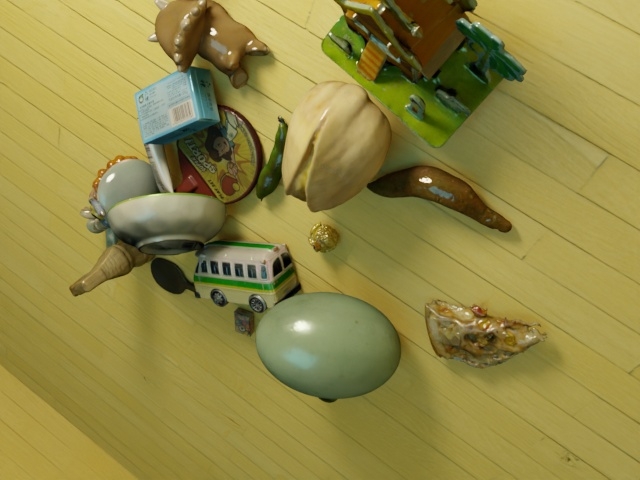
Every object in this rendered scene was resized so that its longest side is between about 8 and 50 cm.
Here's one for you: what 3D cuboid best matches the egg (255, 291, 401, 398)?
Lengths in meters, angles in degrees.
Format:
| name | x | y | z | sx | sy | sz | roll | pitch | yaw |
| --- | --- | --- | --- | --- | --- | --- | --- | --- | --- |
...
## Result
| name | x | y | z | sx | sy | sz | roll | pitch | yaw |
| --- | --- | --- | --- | --- | --- | --- | --- | --- | --- |
| egg | 0.022 | 0.275 | 1.451 | 0.388 | 0.276 | 0.276 | 11 | 127 | -9 |

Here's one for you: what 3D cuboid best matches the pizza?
| name | x | y | z | sx | sy | sz | roll | pitch | yaw |
| --- | --- | --- | --- | --- | --- | --- | --- | --- | --- |
| pizza | 0.401 | 0.241 | 1.356 | 0.296 | 0.071 | 0.189 | 6 | 118 | 28 |

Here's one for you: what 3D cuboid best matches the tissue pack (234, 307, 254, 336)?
| name | x | y | z | sx | sy | sz | roll | pitch | yaw |
| --- | --- | --- | --- | --- | --- | --- | --- | --- | --- |
| tissue pack | -0.247 | 0.264 | 1.783 | 0.063 | 0.035 | 0.083 | 17 | 122 | 22 |

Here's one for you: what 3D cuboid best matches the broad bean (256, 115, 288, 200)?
| name | x | y | z | sx | sy | sz | roll | pitch | yaw |
| --- | --- | --- | --- | --- | --- | --- | --- | --- | --- |
| broad bean | -0.117 | -0.201 | 1.429 | 0.065 | 0.046 | 0.255 | 26 | 125 | 4 |

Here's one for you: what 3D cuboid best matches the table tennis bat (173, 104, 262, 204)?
| name | x | y | z | sx | sy | sz | roll | pitch | yaw |
| --- | --- | --- | --- | --- | --- | --- | --- | --- | --- |
| table tennis bat | -0.318 | -0.208 | 1.548 | 0.414 | 0.051 | 0.268 | -35 | 93 | 37 |

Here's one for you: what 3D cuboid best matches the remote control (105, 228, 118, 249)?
| name | x | y | z | sx | sy | sz | roll | pitch | yaw |
| --- | --- | --- | --- | --- | --- | --- | --- | --- | --- |
| remote control | -0.736 | -0.002 | 1.935 | 0.053 | 0.018 | 0.125 | 24 | 126 | 19 |

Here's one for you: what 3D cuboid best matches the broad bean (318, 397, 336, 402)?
| name | x | y | z | sx | sy | sz | roll | pitch | yaw |
| --- | --- | --- | --- | --- | --- | --- | --- | --- | --- |
| broad bean | 0.026 | 0.390 | 1.678 | 0.153 | 0.072 | 0.207 | 13 | 111 | 22 |

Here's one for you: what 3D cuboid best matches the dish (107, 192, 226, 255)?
| name | x | y | z | sx | sy | sz | roll | pitch | yaw |
| --- | --- | --- | --- | --- | --- | --- | --- | --- | --- |
| dish | -0.418 | -0.023 | 1.524 | 0.324 | 0.324 | 0.124 | -18 | 74 | 37 |

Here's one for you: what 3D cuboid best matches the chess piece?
| name | x | y | z | sx | sy | sz | roll | pitch | yaw |
| --- | --- | --- | --- | --- | --- | --- | --- | --- | --- |
| chess piece | -0.668 | 0.080 | 1.760 | 0.137 | 0.301 | 0.137 | 14 | 125 | 21 |

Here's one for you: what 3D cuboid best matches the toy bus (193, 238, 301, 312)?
| name | x | y | z | sx | sy | sz | roll | pitch | yaw |
| --- | --- | --- | --- | --- | --- | --- | --- | --- | --- |
| toy bus | -0.229 | 0.091 | 1.604 | 0.305 | 0.143 | 0.179 | 4 | 116 | 30 |

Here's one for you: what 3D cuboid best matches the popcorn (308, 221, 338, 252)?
| name | x | y | z | sx | sy | sz | roll | pitch | yaw |
| --- | --- | --- | --- | --- | --- | --- | --- | --- | --- |
| popcorn | 0.000 | 0.000 | 1.454 | 0.084 | 0.084 | 0.084 | 15 | 123 | 24 |

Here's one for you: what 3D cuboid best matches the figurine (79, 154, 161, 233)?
| name | x | y | z | sx | sy | sz | roll | pitch | yaw |
| --- | --- | --- | --- | --- | --- | --- | --- | --- | --- |
| figurine | -0.627 | -0.128 | 1.733 | 0.205 | 0.225 | 0.381 | 37 | 158 | -20 |

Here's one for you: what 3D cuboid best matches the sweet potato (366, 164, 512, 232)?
| name | x | y | z | sx | sy | sz | roll | pitch | yaw |
| --- | --- | --- | --- | --- | --- | --- | --- | --- | --- |
| sweet potato | 0.268 | -0.109 | 1.237 | 0.346 | 0.079 | 0.108 | 21 | 154 | 18 |

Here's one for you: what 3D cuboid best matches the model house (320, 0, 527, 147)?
| name | x | y | z | sx | sy | sz | roll | pitch | yaw |
| --- | --- | --- | --- | --- | --- | --- | --- | --- | --- |
| model house | 0.171 | -0.348 | 0.958 | 0.357 | 0.313 | 0.242 | 44 | 102 | 2 |

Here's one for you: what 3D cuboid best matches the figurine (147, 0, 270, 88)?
| name | x | y | z | sx | sy | sz | roll | pitch | yaw |
| --- | --- | --- | --- | --- | --- | --- | --- | --- | --- |
| figurine | -0.281 | -0.470 | 1.292 | 0.247 | 0.173 | 0.177 | 49 | 129 | -2 |

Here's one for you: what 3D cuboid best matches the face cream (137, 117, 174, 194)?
| name | x | y | z | sx | sy | sz | roll | pitch | yaw |
| --- | --- | --- | --- | --- | --- | --- | --- | --- | --- |
| face cream | -0.471 | -0.239 | 1.588 | 0.092 | 0.058 | 0.244 | 9 | 114 | 52 |

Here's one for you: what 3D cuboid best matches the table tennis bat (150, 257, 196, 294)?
| name | x | y | z | sx | sy | sz | roll | pitch | yaw |
| --- | --- | --- | --- | --- | --- | --- | --- | --- | --- |
| table tennis bat | -0.487 | 0.136 | 1.866 | 0.234 | 0.022 | 0.131 | 22 | 125 | 22 |

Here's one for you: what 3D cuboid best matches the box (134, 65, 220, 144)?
| name | x | y | z | sx | sy | sz | roll | pitch | yaw |
| --- | --- | --- | --- | --- | --- | --- | --- | --- | --- |
| box | -0.383 | -0.352 | 1.454 | 0.232 | 0.083 | 0.143 | -12 | 89 | 37 |

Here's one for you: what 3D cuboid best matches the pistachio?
| name | x | y | z | sx | sy | sz | roll | pitch | yaw |
| --- | --- | --- | --- | --- | --- | --- | --- | --- | --- |
| pistachio | 0.027 | -0.203 | 1.221 | 0.229 | 0.238 | 0.321 | 39 | 138 | 13 |
